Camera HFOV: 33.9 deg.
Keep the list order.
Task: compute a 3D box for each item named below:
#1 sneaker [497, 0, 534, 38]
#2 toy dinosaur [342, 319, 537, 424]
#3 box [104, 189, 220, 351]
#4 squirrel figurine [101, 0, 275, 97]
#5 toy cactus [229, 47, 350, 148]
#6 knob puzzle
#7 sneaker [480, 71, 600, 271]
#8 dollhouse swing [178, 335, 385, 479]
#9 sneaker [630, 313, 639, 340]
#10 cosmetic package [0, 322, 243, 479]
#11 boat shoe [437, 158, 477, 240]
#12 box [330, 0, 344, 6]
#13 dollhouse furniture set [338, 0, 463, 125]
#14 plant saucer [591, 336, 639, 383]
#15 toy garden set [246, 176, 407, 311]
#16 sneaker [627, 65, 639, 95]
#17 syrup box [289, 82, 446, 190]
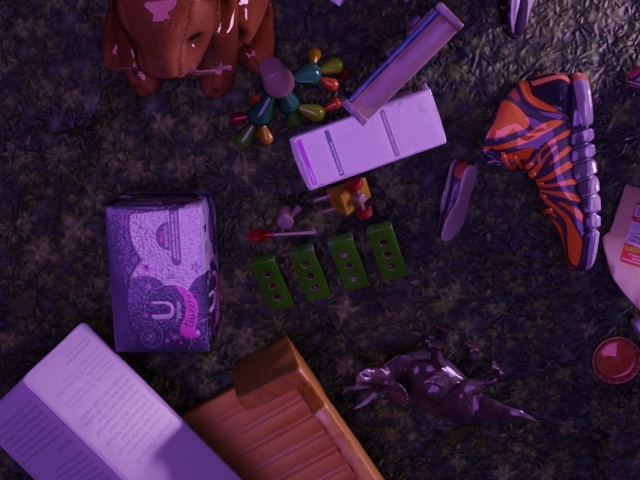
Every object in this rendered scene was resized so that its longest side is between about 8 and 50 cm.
[{"bbox_3d":[0.344,-0.442,1.619,0.108,0.100,0.271,14,103,-6],"label":"sneaker"},{"bbox_3d":[0.213,0.244,1.790,0.314,0.121,0.160,24,115,-8],"label":"toy dinosaur"},{"bbox_3d":[-0.255,0.049,1.733,0.164,0.142,0.247,-1,103,3],"label":"box"},{"bbox_3d":[-0.206,-0.399,1.509,0.281,0.370,0.396,10,103,2],"label":"squirrel figurine"},{"bbox_3d":[-0.058,-0.238,1.649,0.219,0.180,0.112,-29,67,1],"label":"toy cactus"},{"bbox_3d":[0.556,0.026,1.735,0.213,0.030,0.213,0,84,-1],"label":"knob puzzle"},{"bbox_3d":[0.352,-0.105,1.696,0.180,0.124,0.320,-6,92,8],"label":"sneaker"},{"bbox_3d":[-0.079,0.396,1.748,0.305,0.315,0.346,-33,100,-2],"label":"dollhouse swing"},{"bbox_3d":[0.648,0.201,1.756,0.151,0.094,0.255,-32,101,6],"label":"sneaker"},{"bbox_3d":[-0.324,0.377,1.746,0.453,0.161,0.230,47,137,-6],"label":"cosmetic package"},{"bbox_3d":[0.219,-0.067,1.739,0.043,0.049,0.137,28,110,39],"label":"boat shoe"},{"bbox_3d":[0.023,-0.485,1.652,0.145,0.038,0.186,34,101,-6],"label":"box"},{"bbox_3d":[0.033,-0.358,1.559,0.198,0.286,0.303,-44,95,12],"label":"dollhouse furniture set"},{"bbox_3d":[0.508,0.204,1.803,0.084,0.013,0.083,0,103,2],"label":"plant saucer"},{"bbox_3d":[0.000,0.000,1.738,0.244,0.049,0.203,-15,126,9],"label":"toy garden set"},{"bbox_3d":[0.582,-0.152,1.661,0.112,0.121,0.299,-39,99,8],"label":"sneaker"},{"bbox_3d":[0.076,-0.168,1.694,0.237,0.093,0.096,-18,102,7],"label":"syrup box"}]
